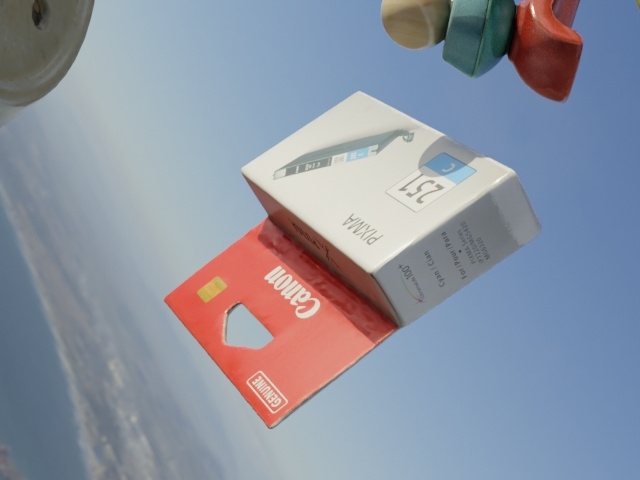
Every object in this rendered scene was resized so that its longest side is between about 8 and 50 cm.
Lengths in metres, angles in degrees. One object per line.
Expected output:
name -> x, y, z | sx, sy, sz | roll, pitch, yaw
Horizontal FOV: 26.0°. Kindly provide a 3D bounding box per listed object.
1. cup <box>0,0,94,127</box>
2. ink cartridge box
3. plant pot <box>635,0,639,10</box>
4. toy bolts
cup -> -0.265, -0.163, 0.761 | 0.331, 0.237, 0.331 | 4, 90, -69
ink cartridge box -> 0.000, 0.000, 1.150 | 0.066, 0.261, 0.296 | 59, -10, -27
plant pot -> 0.447, -0.297, 1.224 | 0.276, 0.254, 0.276 | 170, -90, -68
toy bolts -> 0.135, -0.238, 1.065 | 0.218, 0.158, 0.228 | -78, 178, -47
